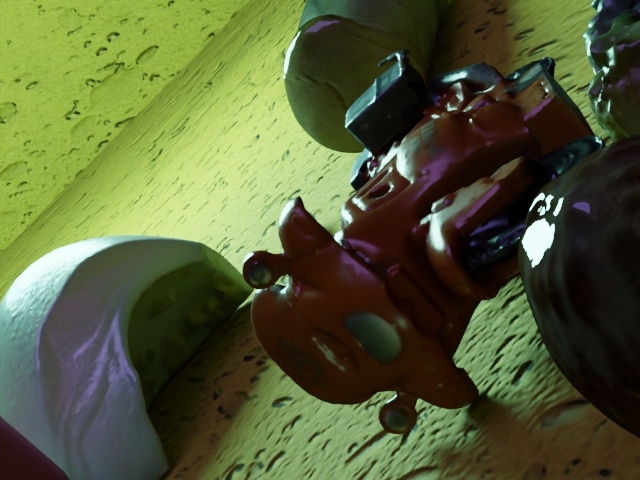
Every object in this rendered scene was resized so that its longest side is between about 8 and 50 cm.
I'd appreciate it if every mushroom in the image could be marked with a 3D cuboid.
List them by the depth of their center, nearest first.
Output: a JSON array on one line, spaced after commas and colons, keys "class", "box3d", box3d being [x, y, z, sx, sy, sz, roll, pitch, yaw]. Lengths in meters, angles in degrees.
[{"class": "mushroom", "box3d": [0.041, -0.191, 1.406, 0.154, 0.137, 0.407, -26, 14, 18]}]

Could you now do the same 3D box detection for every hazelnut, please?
[{"class": "hazelnut", "box3d": [0.150, 0.013, 0.562, 0.143, 0.143, 0.154, -46, 16, -4]}]

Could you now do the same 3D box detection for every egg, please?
[{"class": "egg", "box3d": [-0.193, 0.093, 1.203, 0.206, 0.162, 0.271, -30, 20, 41]}]

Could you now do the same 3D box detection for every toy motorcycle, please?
[{"class": "toy motorcycle", "box3d": [0.063, -0.013, 0.857, 0.221, 0.148, 0.325, -40, 11, 13]}]

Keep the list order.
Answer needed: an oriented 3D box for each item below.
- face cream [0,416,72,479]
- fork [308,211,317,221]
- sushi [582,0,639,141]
[{"class": "face cream", "box3d": [-0.253, 0.207, 1.000, 0.175, 0.195, 0.175, -40, 17, 15]}, {"class": "fork", "box3d": [-0.005, 0.004, 1.190, 0.028, 0.034, 0.219, -36, 15, 0]}, {"class": "sushi", "box3d": [0.220, -0.105, 0.670, 0.274, 0.139, 0.184, -35, 16, 28]}]
